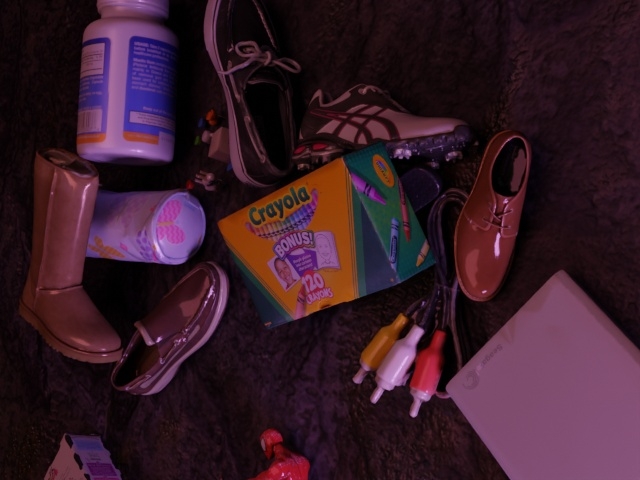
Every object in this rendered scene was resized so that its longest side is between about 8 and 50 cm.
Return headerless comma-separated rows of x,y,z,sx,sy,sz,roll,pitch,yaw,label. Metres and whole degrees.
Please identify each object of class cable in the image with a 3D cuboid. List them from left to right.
0.145,0.081,1.173,0.139,0.072,0.287,26,101,33,cable

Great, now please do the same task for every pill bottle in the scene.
-0.301,-0.261,1.490,0.152,0.152,0.272,0,85,37,pill bottle

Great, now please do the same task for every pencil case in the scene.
-0.310,-0.028,1.501,0.273,0.113,0.124,6,54,38,pencil case

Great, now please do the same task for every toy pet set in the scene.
-0.144,-0.137,1.429,0.114,0.065,0.122,-25,52,57,toy pet set

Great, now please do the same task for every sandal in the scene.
0.094,-0.049,1.235,0.067,0.040,0.179,47,131,-11,sandal

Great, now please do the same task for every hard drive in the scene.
0.287,0.203,1.017,0.203,0.040,0.307,-49,46,14,hard drive

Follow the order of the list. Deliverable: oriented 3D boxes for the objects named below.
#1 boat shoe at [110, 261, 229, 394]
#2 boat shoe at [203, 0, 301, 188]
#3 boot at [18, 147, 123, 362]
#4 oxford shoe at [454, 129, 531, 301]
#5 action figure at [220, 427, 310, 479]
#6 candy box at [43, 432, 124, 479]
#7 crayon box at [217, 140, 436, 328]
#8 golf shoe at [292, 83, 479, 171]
-0.234,0.140,1.438,0.095,0.095,0.257,44,112,31,boat shoe
-0.091,-0.231,1.336,0.105,0.113,0.306,-18,74,60,boat shoe
-0.371,0.023,1.422,0.236,0.089,0.270,25,111,30,boot
0.205,-0.029,1.124,0.076,0.076,0.212,10,95,3,oxford shoe
-0.054,0.401,1.280,0.139,0.091,0.280,-26,71,23,action figure
-0.369,0.440,1.498,0.233,0.071,0.159,44,112,45,candy box
0.000,0.000,1.218,0.278,0.081,0.165,-24,91,48,crayon box
0.078,-0.151,1.229,0.272,0.105,0.120,1,80,37,golf shoe
